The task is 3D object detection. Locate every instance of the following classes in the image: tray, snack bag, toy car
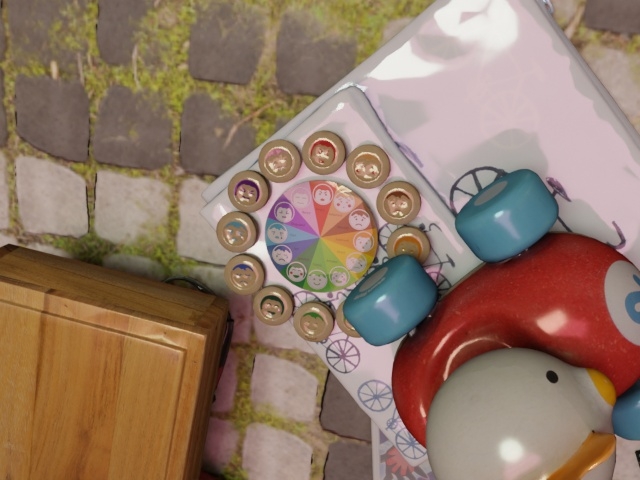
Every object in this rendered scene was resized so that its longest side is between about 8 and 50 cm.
[{"bbox_3d":[-0.220,0.225,0.603,0.202,0.076,0.411,14,111,4],"label":"tray"},{"bbox_3d":[0.115,-0.011,0.561,0.342,0.037,0.323,-37,94,16],"label":"snack bag"},{"bbox_3d":[0.143,0.103,0.435,0.210,0.238,0.219,-37,98,13],"label":"toy car"}]

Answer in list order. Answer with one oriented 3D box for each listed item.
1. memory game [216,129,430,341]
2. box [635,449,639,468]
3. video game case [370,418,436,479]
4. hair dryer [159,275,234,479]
[{"bbox_3d":[0.000,0.000,0.560,0.186,0.012,0.186,2,103,11],"label":"memory game"},{"bbox_3d":[0.343,0.231,0.624,0.067,0.018,0.083,-18,103,15],"label":"box"},{"bbox_3d":[0.139,0.153,0.632,0.183,0.023,0.202,0,108,10],"label":"video game case"},{"bbox_3d":[-0.149,0.203,0.669,0.223,0.080,0.294,-27,102,16],"label":"hair dryer"}]
